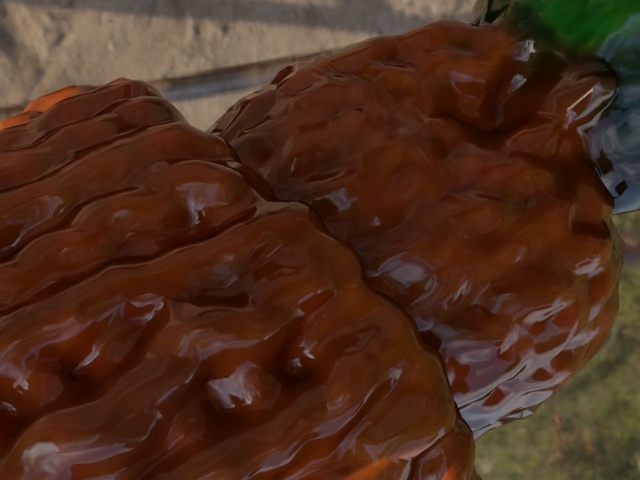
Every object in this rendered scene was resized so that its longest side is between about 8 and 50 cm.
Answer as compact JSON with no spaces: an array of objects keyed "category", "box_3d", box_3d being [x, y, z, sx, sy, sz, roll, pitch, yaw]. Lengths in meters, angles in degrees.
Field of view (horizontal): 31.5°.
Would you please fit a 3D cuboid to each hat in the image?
[{"category":"hat","box_3d":[0.000,0.000,0.475,0.400,0.285,0.285,-48,145,-19]}]
